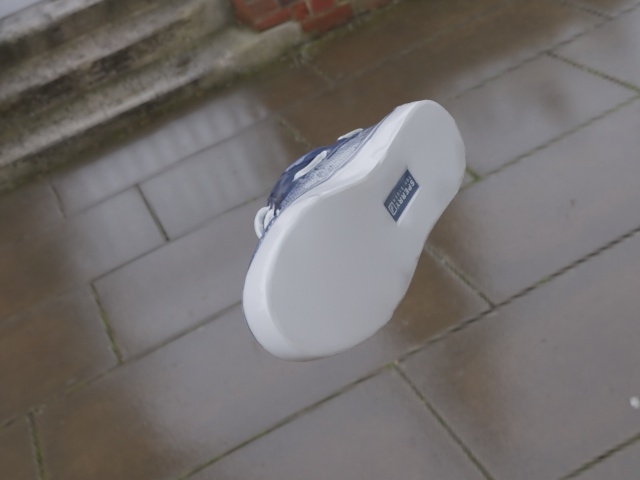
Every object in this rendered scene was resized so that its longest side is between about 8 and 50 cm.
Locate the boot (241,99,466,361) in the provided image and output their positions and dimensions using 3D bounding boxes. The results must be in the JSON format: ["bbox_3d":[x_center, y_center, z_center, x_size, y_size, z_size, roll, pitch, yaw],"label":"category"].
[{"bbox_3d":[0.000,0.000,0.508,0.086,0.069,0.190,-19,17,39],"label":"boot"}]
